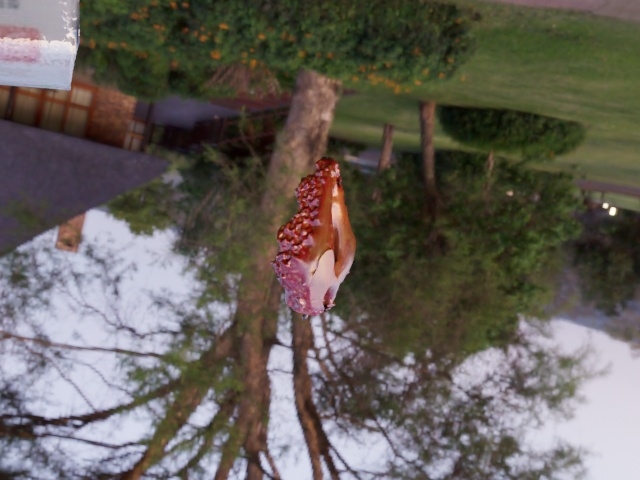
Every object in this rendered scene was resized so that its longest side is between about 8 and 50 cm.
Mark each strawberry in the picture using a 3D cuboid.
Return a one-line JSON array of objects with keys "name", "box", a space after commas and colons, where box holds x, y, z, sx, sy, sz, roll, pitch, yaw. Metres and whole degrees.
[{"name": "strawberry", "box": [0.003, 0.001, 0.719, 0.048, 0.152, 0.104, 19, -159, 28]}]

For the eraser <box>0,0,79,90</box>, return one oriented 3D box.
[{"name": "eraser", "box": [-0.298, -0.207, 0.588, 0.227, 0.174, 0.081, 0, -174, -23]}]
